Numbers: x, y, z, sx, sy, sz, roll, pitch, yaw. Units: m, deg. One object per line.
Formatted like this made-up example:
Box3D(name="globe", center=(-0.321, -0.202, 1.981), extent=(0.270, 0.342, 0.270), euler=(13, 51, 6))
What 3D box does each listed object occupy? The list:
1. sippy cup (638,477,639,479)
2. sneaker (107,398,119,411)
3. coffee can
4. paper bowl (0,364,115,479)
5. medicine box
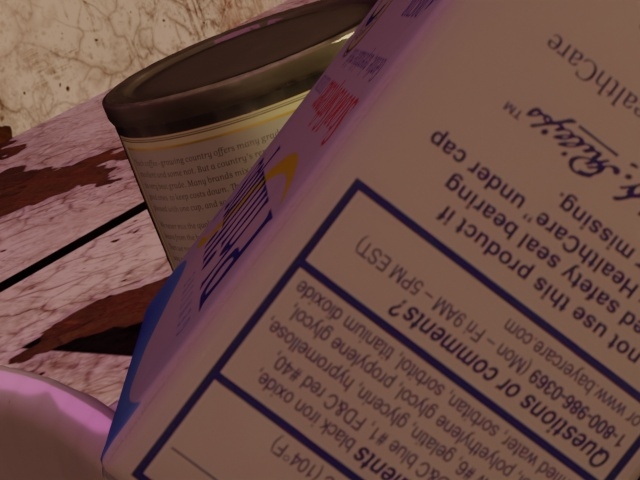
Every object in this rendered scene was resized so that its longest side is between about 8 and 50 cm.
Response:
Box3D(name="sippy cup", center=(0.197, 0.098, 0.632), extent=(0.305, 0.240, 0.224), euler=(-9, -1, -27))
Box3D(name="sneaker", center=(-0.140, 0.192, 0.904), extent=(0.126, 0.127, 0.321), euler=(-26, -8, -41))
Box3D(name="coffee can", center=(0.000, 0.000, 1.051), extent=(0.201, 0.275, 0.201), euler=(-18, 16, 5))
Box3D(name="paper bowl", center=(-0.143, 0.203, 0.647), extent=(0.284, 0.148, 0.284), euler=(-7, 63, 15))
Box3D(name="medicine box", center=(0.062, -0.014, 0.633), extent=(0.289, 0.149, 0.263), euler=(-52, 7, 4))
